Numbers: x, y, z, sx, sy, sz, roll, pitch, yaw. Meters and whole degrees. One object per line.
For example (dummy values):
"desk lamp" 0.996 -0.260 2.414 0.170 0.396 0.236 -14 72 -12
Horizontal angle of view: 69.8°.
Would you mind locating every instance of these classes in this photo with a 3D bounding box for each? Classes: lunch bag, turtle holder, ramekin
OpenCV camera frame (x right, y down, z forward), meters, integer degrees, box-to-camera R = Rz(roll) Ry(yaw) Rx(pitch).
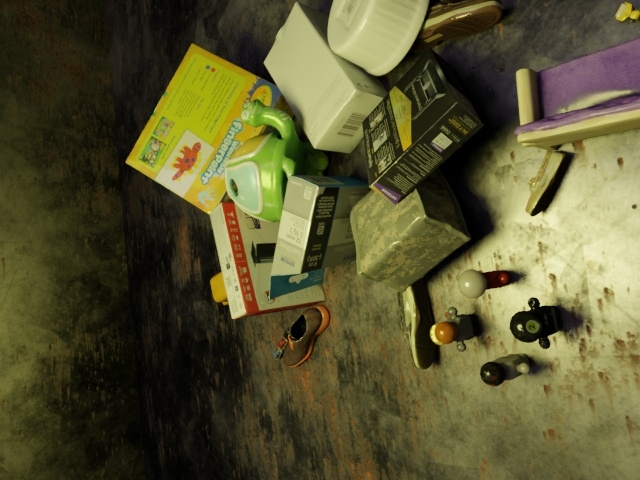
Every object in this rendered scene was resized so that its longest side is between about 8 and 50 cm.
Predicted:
"lunch bag" 0.197 -0.061 1.104 0.235 0.169 0.287 -47 33 36
"turtle holder" -0.151 -0.200 1.289 0.228 0.320 0.243 6 54 15
"ramekin" 0.130 -0.563 1.125 0.277 0.135 0.277 -33 52 56

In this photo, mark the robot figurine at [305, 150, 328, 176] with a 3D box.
"robot figurine" -0.020 -0.229 1.418 0.115 0.067 0.101 -48 50 37

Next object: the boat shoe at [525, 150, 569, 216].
"boat shoe" 0.447 -0.115 0.923 0.045 0.050 0.135 38 109 44

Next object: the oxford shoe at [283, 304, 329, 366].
"oxford shoe" -0.075 0.313 1.480 0.097 0.098 0.271 49 126 35

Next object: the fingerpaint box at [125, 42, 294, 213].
"fingerpaint box" -0.351 -0.345 1.503 0.371 0.163 0.444 30 92 14

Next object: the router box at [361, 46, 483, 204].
"router box" 0.207 -0.262 1.024 0.243 0.081 0.308 -44 28 32

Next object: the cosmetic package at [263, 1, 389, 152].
"cosmetic package" 0.008 -0.462 1.314 0.217 0.156 0.385 -47 57 38

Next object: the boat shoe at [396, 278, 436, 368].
"boat shoe" 0.235 0.207 1.154 0.073 0.080 0.223 -18 73 53

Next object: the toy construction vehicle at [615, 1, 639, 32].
"toy construction vehicle" 0.571 -0.400 0.785 0.098 0.035 0.085 46 135 39

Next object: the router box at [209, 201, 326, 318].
"router box" -0.159 0.051 1.413 0.082 0.301 0.335 -30 70 45

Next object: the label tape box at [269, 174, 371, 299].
"label tape box" 0.000 0.000 1.266 0.115 0.249 0.347 22 109 35

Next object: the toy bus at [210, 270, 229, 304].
"toy bus" -0.301 0.152 1.701 0.333 0.130 0.108 -30 70 45

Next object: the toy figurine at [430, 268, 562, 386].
"toy figurine" 0.359 0.179 0.957 0.213 0.148 0.209 45 123 36

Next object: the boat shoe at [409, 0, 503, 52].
"boat shoe" 0.289 -0.516 1.045 0.257 0.095 0.095 3 88 48

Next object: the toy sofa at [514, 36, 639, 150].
"toy sofa" 0.510 -0.260 0.748 0.363 0.177 0.150 -5 88 49

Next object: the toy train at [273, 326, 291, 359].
"toy train" -0.128 0.358 1.588 0.027 0.036 0.158 48 125 35
